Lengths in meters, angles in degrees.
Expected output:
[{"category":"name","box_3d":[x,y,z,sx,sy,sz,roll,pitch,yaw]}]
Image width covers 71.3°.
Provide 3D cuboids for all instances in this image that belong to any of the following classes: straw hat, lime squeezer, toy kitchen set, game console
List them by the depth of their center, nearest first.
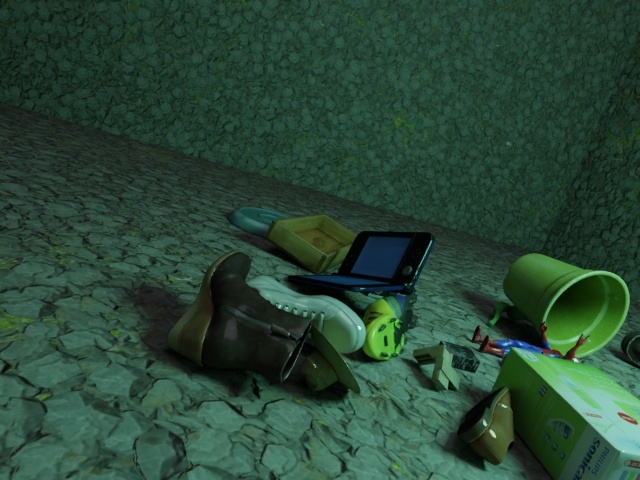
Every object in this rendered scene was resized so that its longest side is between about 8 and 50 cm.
[{"category":"straw hat","box_3d":[-0.001,0.209,0.725,0.061,0.144,0.144,-34,35,-16]},{"category":"toy kitchen set","box_3d":[0.228,0.266,0.891,0.068,0.075,0.083,51,41,-22]},{"category":"game console","box_3d":[0.101,0.045,1.152,0.173,0.250,0.293,39,-20,-30]},{"category":"lime squeezer","box_3d":[0.629,0.243,1.438,0.311,0.058,0.110,12,14,-28]}]

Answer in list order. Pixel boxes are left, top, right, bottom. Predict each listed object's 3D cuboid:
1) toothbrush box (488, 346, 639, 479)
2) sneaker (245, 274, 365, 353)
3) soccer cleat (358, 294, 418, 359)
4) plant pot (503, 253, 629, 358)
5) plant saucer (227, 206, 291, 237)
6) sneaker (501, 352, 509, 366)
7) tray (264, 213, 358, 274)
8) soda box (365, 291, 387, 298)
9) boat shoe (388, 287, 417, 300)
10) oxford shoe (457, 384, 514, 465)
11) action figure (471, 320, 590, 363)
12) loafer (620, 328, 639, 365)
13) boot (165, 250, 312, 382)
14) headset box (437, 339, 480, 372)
[{"category":"toothbrush box","box_3d":[0.462,0.321,0.763,0.207,0.122,0.283,15,15,-10]},{"category":"sneaker","box_3d":[-0.061,0.152,0.841,0.291,0.105,0.123,15,17,32]},{"category":"soccer cleat","box_3d":[0.131,0.190,0.985,0.121,0.093,0.289,-4,7,25]},{"category":"plant pot","box_3d":[0.697,0.166,1.333,0.277,0.275,0.254,13,17,-19]},{"category":"plant saucer","box_3d":[-0.184,-0.064,1.656,0.318,0.043,0.317,17,14,-4]},{"category":"sneaker","box_3d":[0.454,0.298,1.053,0.037,0.031,0.083,32,19,2]},{"category":"tray","box_3d":[0.000,0.000,1.504,0.203,0.076,0.411,33,16,16]},{"category":"soda box","box_3d":[0.146,0.114,1.334,0.060,0.053,0.169,13,13,-16]},{"category":"boat shoe","box_3d":[0.241,0.130,1.364,0.076,0.080,0.228,33,7,-14]},{"category":"oxford shoe","box_3d":[0.291,0.307,0.747,0.076,0.076,0.212,49,28,18]},{"category":"action figure","box_3d":[0.550,0.253,1.136,0.281,0.138,0.091,19,14,-7]},{"category":"loafer","box_3d":[1.089,0.380,1.306,0.366,0.133,0.130,27,16,35]},{"category":"boot","box_3d":[-0.111,0.120,0.754,0.207,0.090,0.248,10,39,14]},{"category":"headset box","box_3d":[0.304,0.258,1.000,0.084,0.032,0.062,17,13,-8]}]
